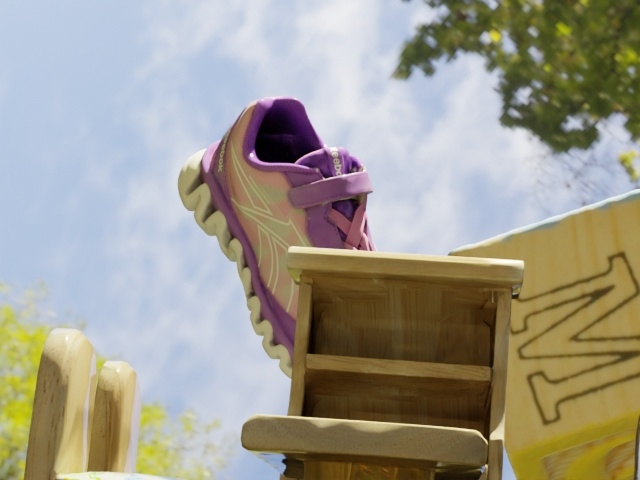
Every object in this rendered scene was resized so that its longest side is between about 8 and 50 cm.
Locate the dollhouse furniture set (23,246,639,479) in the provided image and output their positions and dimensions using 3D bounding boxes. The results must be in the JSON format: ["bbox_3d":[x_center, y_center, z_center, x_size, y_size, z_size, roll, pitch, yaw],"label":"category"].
[{"bbox_3d":[0.025,0.066,0.558,0.212,0.242,0.161,4,-103,5],"label":"dollhouse furniture set"}]

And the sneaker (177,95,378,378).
[{"bbox_3d":[0.000,0.000,0.900,0.236,0.095,0.104,55,-50,27],"label":"sneaker"}]

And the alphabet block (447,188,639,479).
[{"bbox_3d":[0.236,0.104,1.237,0.193,0.192,0.197,-19,-125,7],"label":"alphabet block"}]
